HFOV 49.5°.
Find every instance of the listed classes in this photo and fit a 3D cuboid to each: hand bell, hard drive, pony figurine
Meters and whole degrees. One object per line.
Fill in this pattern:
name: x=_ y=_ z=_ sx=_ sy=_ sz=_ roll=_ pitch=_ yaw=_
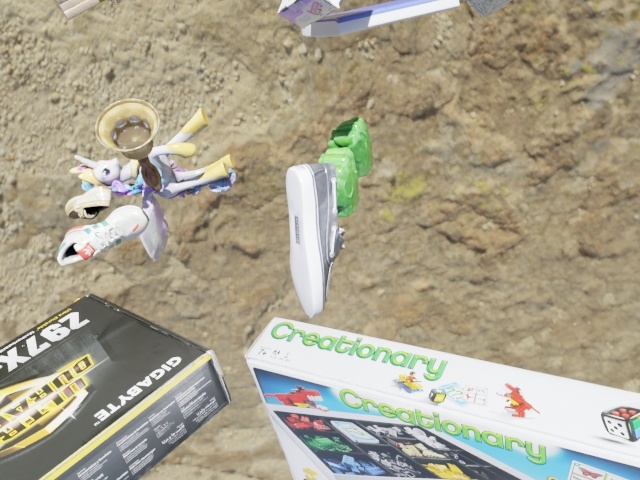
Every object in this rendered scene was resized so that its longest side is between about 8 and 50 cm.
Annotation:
hand bell: x=-0.376 y=-0.176 z=1.468 sx=0.126 sy=0.126 sz=0.242 roll=-8 pitch=154 yaw=-2
hard drive: x=0.139 y=-0.541 z=1.663 sx=0.319 sy=0.210 sz=0.040 roll=-19 pitch=111 yaw=-19
pony figurine: x=-0.413 y=-0.156 z=1.809 sx=0.363 sy=0.302 sz=0.351 roll=-18 pitch=145 yaw=7

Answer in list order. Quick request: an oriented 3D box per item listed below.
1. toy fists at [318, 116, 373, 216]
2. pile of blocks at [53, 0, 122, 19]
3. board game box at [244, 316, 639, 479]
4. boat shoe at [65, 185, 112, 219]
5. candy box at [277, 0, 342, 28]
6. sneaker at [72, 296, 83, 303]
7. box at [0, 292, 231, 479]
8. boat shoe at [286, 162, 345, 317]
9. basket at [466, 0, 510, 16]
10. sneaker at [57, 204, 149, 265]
toy fists: x=0.060 y=-0.195 z=1.719 sx=0.096 sy=0.279 sz=0.142 roll=7 pitch=137 yaw=18
pile of blocks: x=-0.447 y=-0.614 z=1.543 sx=0.362 sy=0.149 sz=0.112 roll=-14 pitch=141 yaw=2
board game box: x=0.104 y=0.166 z=0.507 sx=0.305 sy=0.053 sz=0.193 roll=8 pitch=131 yaw=30
boat shoe: x=-0.456 y=-0.065 z=1.360 sx=0.135 sy=0.045 sz=0.050 roll=-24 pitch=159 yaw=39
candy box: x=0.006 y=-0.543 z=1.388 sx=0.070 sy=0.165 sz=0.196 roll=24 pitch=80 yaw=-26
sneaker: x=-0.528 y=0.164 z=1.559 sx=0.215 sy=0.084 sz=0.083 roll=-15 pitch=133 yaw=45
box: x=-0.295 y=0.192 z=0.705 sx=0.322 sy=0.257 sz=0.079 roll=-35 pitch=123 yaw=-35
boat shoe: x=0.000 y=0.000 z=1.324 sx=0.102 sy=0.108 sz=0.301 roll=-11 pitch=106 yaw=-23
basket: x=0.326 y=-0.494 z=1.234 sx=0.167 sy=0.113 sz=0.103 roll=-38 pitch=167 yaw=-15
sneaker: x=-0.342 y=0.000 z=1.086 sx=0.161 sy=0.075 sz=0.057 roll=-18 pitch=122 yaw=17
